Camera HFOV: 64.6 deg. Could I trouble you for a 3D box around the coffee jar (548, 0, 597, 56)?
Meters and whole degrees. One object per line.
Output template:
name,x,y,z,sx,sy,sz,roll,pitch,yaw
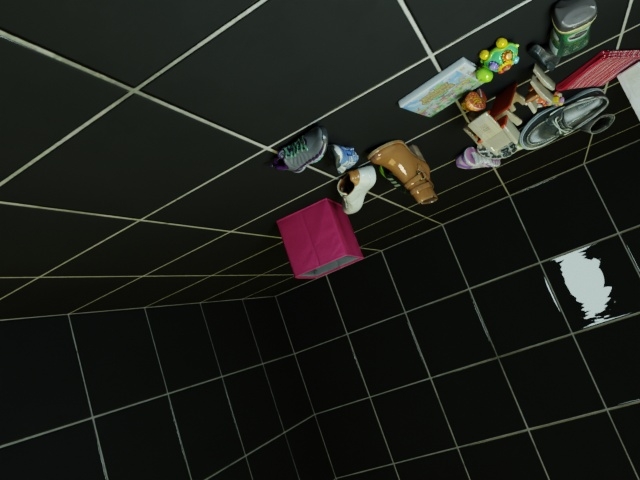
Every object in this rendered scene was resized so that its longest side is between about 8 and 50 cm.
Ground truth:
coffee jar,0.623,-0.535,1.255,0.096,0.079,0.184,-21,169,18

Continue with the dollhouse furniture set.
dollhouse furniture set,0.545,-0.393,1.534,0.262,0.135,0.259,-34,-159,48

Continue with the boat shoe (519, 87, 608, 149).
boat shoe,0.908,-0.457,1.904,0.335,0.121,0.119,-36,-168,23

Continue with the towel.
towel,0.961,-0.578,1.725,0.274,0.031,0.199,-13,167,-29

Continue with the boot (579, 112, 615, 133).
boot,1.052,-0.480,1.942,0.189,0.076,0.208,-43,-172,4

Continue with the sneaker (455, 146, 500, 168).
sneaker,0.665,-0.345,2.151,0.236,0.095,0.104,-6,169,-33

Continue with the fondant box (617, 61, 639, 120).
fondant box,1.242,-0.535,1.792,0.330,0.238,0.096,-20,173,-22

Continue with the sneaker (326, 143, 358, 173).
sneaker,0.069,-0.268,1.581,0.081,0.080,0.211,-28,176,7

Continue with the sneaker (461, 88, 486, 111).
sneaker,0.449,-0.404,1.498,0.067,0.064,0.175,-32,-178,31

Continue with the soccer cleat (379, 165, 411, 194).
soccer cleat,0.286,-0.229,1.862,0.060,0.179,0.072,-50,164,-4

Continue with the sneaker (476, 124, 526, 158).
sneaker,0.765,-0.390,2.077,0.279,0.107,0.118,-16,177,-8

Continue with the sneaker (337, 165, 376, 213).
sneaker,0.106,-0.191,1.929,0.123,0.106,0.290,-9,155,-19

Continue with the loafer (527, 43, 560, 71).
loafer,0.624,-0.521,1.399,0.170,0.062,0.061,-9,142,-54

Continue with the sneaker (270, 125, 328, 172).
sneaker,-0.062,-0.249,1.427,0.098,0.083,0.223,-7,164,-30

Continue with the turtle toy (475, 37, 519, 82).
turtle toy,0.462,-0.468,1.325,0.095,0.066,0.130,-7,162,-46

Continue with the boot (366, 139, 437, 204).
boot,0.292,-0.224,1.756,0.109,0.220,0.283,-29,165,37

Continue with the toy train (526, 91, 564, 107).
toy train,0.791,-0.499,1.780,0.125,0.046,0.166,3,-169,27

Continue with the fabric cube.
fabric cube,0.000,0.000,2.190,0.259,0.258,0.254,-24,168,18

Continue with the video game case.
video game case,0.353,-0.427,1.435,0.212,0.023,0.193,-29,165,35
